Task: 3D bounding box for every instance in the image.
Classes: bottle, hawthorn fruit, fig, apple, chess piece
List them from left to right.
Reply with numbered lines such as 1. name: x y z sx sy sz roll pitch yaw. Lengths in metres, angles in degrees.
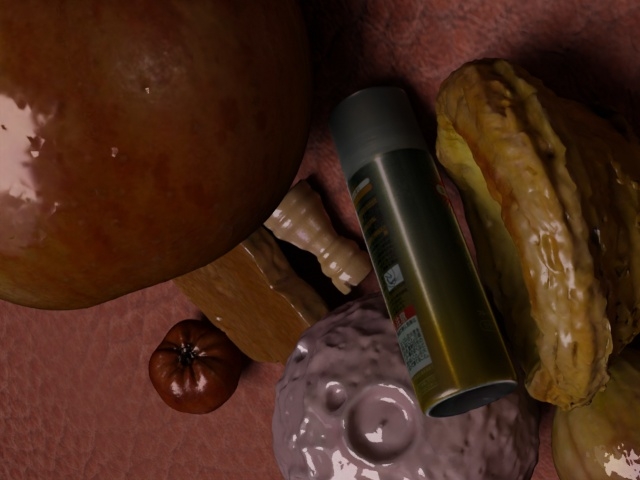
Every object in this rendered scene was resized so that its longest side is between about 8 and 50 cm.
1. apple: -0.201 -0.117 0.790 0.400 0.400 0.334 17 116 34
2. hawthorn fruit: -0.156 0.170 1.183 0.125 0.125 0.140 -6 151 45
3. chess piece: 0.000 0.000 0.945 0.122 0.066 0.066 47 140 0
4. bottle: 0.080 0.002 0.755 0.082 0.082 0.286 -51 49 49
5. fig: 0.245 0.142 0.759 0.231 0.143 0.160 46 148 4

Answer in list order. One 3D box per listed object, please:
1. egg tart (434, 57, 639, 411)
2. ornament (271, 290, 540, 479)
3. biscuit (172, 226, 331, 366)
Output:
1. egg tart: 0.177 -0.013 0.670 0.123 0.294 0.294 -19 111 3
2. ornament: 0.077 0.171 0.846 0.259 0.259 0.225 37 -179 16
3. biscuit: -0.111 0.033 1.061 0.376 0.051 0.269 37 150 23
